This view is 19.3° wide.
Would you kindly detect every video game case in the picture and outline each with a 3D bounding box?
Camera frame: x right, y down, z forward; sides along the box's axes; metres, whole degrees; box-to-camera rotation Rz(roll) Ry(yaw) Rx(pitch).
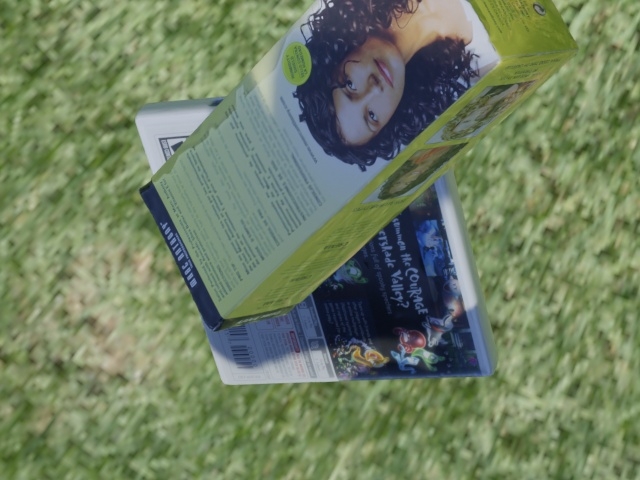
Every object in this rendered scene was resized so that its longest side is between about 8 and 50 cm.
[{"bbox_3d":[0.000,0.000,1.078,0.173,0.022,0.190,-3,121,21],"label":"video game case"}]

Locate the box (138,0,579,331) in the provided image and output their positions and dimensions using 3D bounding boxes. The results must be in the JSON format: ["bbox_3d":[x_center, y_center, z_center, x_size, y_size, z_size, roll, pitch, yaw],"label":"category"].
[{"bbox_3d":[0.010,-0.052,0.861,0.232,0.058,0.087,-44,67,42],"label":"box"}]
